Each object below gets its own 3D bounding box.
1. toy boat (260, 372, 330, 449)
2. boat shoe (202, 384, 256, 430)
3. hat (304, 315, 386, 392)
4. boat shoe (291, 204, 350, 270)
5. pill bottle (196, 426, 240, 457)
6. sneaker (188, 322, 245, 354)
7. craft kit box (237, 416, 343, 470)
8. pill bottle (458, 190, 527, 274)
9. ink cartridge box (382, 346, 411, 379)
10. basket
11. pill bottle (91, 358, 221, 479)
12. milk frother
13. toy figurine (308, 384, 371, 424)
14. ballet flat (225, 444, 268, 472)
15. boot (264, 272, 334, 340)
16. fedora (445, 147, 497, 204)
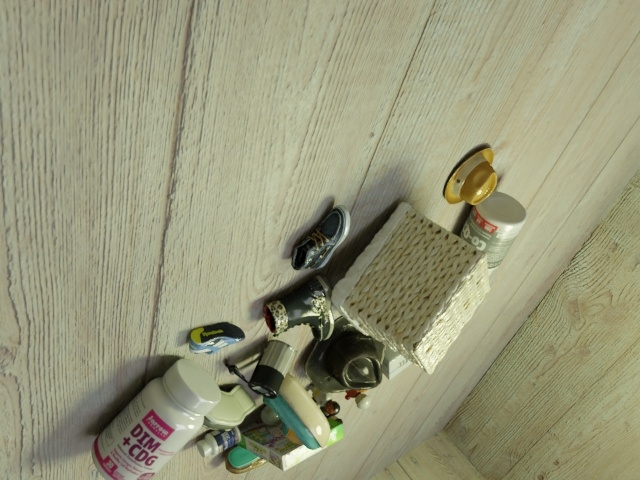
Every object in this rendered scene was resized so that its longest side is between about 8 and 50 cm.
[{"bbox_3d":[-0.097,0.518,1.752,0.148,0.267,0.318,-38,-178,-15],"label":"toy boat"},{"bbox_3d":[-0.258,0.450,1.525,0.091,0.109,0.305,-39,167,4],"label":"boat shoe"},{"bbox_3d":[0.120,0.387,1.822,0.331,0.134,0.331,-17,124,-27],"label":"hat"},{"bbox_3d":[0.000,0.000,1.331,0.083,0.065,0.183,-12,139,-44],"label":"boat shoe"},{"bbox_3d":[-0.304,0.597,1.740,0.120,0.067,0.067,-19,143,-35],"label":"pill bottle"},{"bbox_3d":[-0.243,0.231,1.357,0.144,0.053,0.059,0,129,-39],"label":"sneaker"},{"bbox_3d":[-0.100,0.619,1.857,0.250,0.247,0.061,-14,105,-41],"label":"craft kit box"},{"bbox_3d":[0.525,-0.003,1.860,0.161,0.161,0.283,-22,144,-32],"label":"pill bottle"},{"bbox_3d":[0.252,0.387,2.072,0.127,0.128,0.176,-33,150,-16],"label":"ink cartridge box"},{"bbox_3d":[0.250,0.140,1.551,0.331,0.266,0.328,-52,153,-8],"label":"basket"},{"bbox_3d":[-0.371,0.416,1.333,0.283,0.160,0.160,-47,150,6],"label":"pill bottle"},{"bbox_3d":[-0.160,0.323,1.541,0.143,0.129,0.134,52,47,-33],"label":"milk frother"},{"bbox_3d":[0.073,0.548,2.047,0.213,0.148,0.209,-30,148,-20],"label":"toy figurine"},{"bbox_3d":[-0.168,0.711,2.000,0.342,0.116,0.124,-19,147,-27],"label":"ballet flat"},{"bbox_3d":[-0.057,0.204,1.513,0.179,0.085,0.236,-25,140,-24],"label":"boot"},{"bbox_3d":[0.437,-0.163,1.631,0.194,0.079,0.194,-30,147,-22],"label":"fedora"}]
